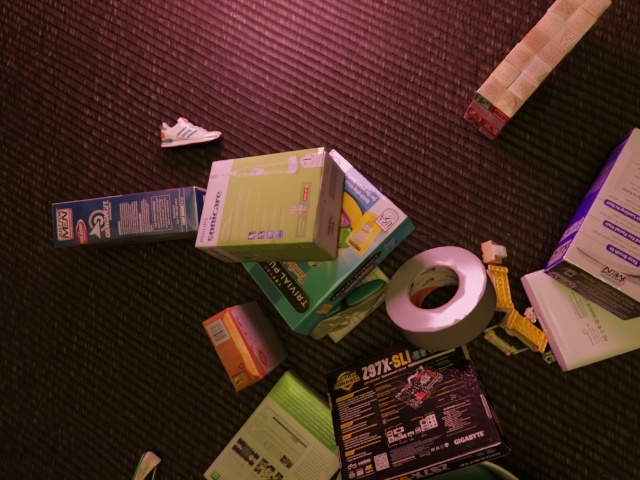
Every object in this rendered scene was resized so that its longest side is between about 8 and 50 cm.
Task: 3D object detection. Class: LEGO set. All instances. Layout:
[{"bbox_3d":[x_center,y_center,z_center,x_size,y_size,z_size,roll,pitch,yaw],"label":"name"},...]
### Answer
[{"bbox_3d":[0.402,0.150,1.069,0.132,0.107,0.287,-27,76,-28],"label":"LEGO set"}]

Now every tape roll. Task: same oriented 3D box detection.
[{"bbox_3d":[0.248,0.117,1.021,0.219,0.219,0.072,-33,125,6],"label":"tape roll"}]

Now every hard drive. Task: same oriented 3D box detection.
[{"bbox_3d":[0.601,0.123,1.002,0.307,0.040,0.203,-17,71,-3],"label":"hard drive"}]

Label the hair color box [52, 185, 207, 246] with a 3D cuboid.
[{"bbox_3d":[-0.422,-0.049,1.153,0.347,0.174,0.105,-6,87,8],"label":"hair color box"}]

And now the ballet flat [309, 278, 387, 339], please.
[{"bbox_3d":[0.063,0.159,1.104,0.213,0.072,0.068,-28,110,7],"label":"ballet flat"}]

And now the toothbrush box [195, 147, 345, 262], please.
[{"bbox_3d":[-0.105,-0.067,1.046,0.283,0.122,0.206,-3,69,24],"label":"toothbrush box"}]

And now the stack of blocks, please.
[{"bbox_3d":[0.447,-0.370,1.033,0.087,0.171,0.297,42,93,9],"label":"stack of blocks"}]

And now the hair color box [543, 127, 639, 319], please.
[{"bbox_3d":[0.620,-0.035,0.978,0.185,0.110,0.339,33,74,11],"label":"hair color box"}]

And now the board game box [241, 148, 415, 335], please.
[{"bbox_3d":[0.000,0.000,1.089,0.336,0.079,0.254,-45,60,4],"label":"board game box"}]

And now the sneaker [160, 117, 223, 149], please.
[{"bbox_3d":[-0.323,-0.270,1.207,0.161,0.057,0.075,-5,92,12],"label":"sneaker"}]

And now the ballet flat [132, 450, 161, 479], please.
[{"bbox_3d":[-0.439,0.597,1.184,0.052,0.057,0.168,25,91,0],"label":"ballet flat"}]

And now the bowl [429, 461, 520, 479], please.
[{"bbox_3d":[0.290,0.576,1.014,0.311,0.163,0.312,-1,87,10],"label":"bowl"}]

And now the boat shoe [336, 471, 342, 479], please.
[{"bbox_3d":[0.053,0.628,1.084,0.114,0.091,0.303,30,94,29],"label":"boat shoe"}]

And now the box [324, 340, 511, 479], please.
[{"bbox_3d":[0.178,0.343,0.990,0.322,0.079,0.257,-27,44,16],"label":"box"}]

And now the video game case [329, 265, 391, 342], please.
[{"bbox_3d":[0.039,0.098,1.149,0.193,0.023,0.212,-42,81,5],"label":"video game case"}]

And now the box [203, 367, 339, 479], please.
[{"bbox_3d":[-0.084,0.495,1.133,0.232,0.058,0.322,39,95,9],"label":"box"}]

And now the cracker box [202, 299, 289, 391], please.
[{"bbox_3d":[-0.155,0.220,1.067,0.067,0.232,0.156,-30,83,8],"label":"cracker box"}]
